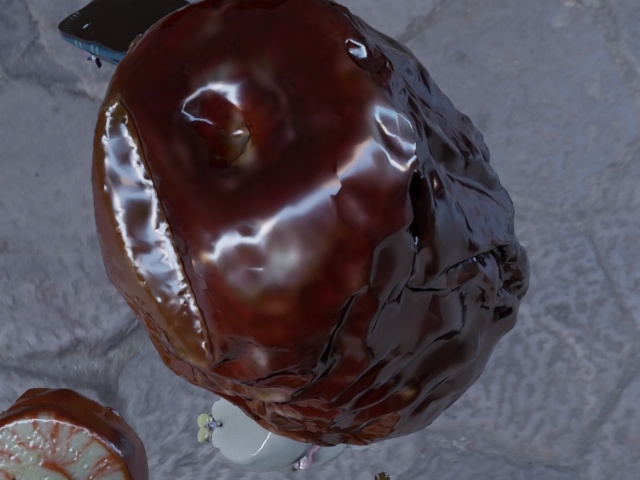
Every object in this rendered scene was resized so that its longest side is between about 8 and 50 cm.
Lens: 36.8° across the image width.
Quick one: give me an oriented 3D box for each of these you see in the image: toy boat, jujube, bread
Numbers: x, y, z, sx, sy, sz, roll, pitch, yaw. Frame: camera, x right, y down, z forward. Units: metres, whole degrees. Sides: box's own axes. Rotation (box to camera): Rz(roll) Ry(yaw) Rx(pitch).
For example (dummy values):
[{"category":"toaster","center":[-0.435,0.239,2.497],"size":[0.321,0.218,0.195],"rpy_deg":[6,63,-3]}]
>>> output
[{"category":"toy boat","center":[-0.269,-0.291,1.415],"size":[0.134,0.299,0.092],"rpy_deg":[-36,127,-21]},{"category":"jujube","center":[0.000,0.000,0.483],"size":[0.216,0.342,0.216],"rpy_deg":[-2,79,8]},{"category":"bread","center":[-0.430,0.409,1.555],"size":[0.295,0.114,0.328],"rpy_deg":[32,101,-2]}]

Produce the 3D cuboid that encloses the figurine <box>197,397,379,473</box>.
[{"category":"figurine","center":[-0.035,0.258,1.300],"size":[0.235,0.155,0.127],"rpy_deg":[23,46,-49]}]

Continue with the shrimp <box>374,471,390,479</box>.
[{"category":"shrimp","center":[0.124,0.493,1.680],"size":[0.063,0.152,0.287],"rpy_deg":[18,32,-10]}]
